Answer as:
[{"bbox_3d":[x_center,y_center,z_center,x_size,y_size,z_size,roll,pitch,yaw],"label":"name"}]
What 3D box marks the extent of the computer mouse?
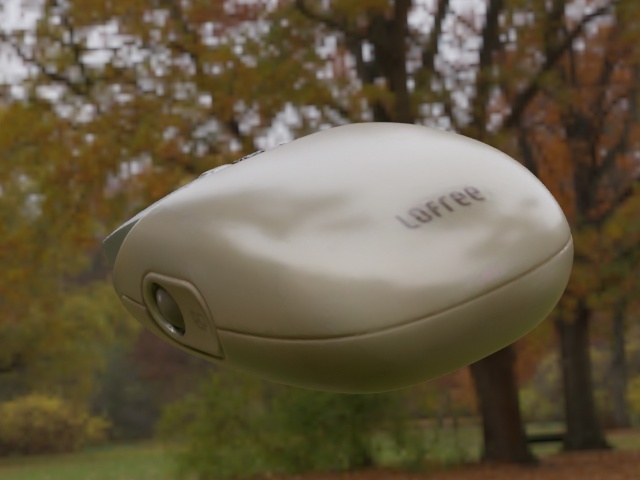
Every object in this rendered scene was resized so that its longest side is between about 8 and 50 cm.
[{"bbox_3d":[0.000,0.000,0.665,0.145,0.082,0.236,-23,18,-26],"label":"computer mouse"}]
